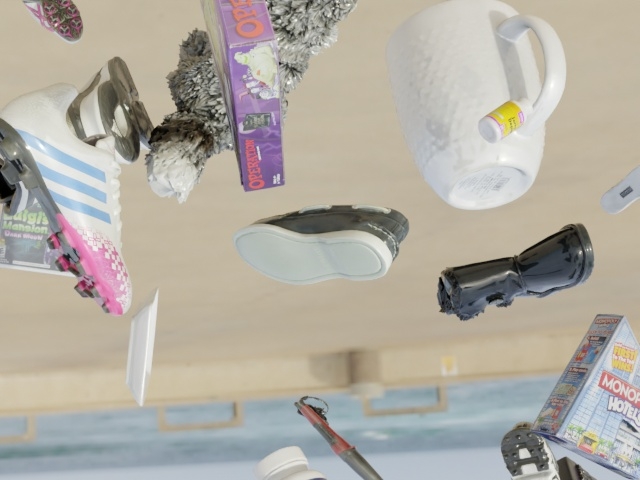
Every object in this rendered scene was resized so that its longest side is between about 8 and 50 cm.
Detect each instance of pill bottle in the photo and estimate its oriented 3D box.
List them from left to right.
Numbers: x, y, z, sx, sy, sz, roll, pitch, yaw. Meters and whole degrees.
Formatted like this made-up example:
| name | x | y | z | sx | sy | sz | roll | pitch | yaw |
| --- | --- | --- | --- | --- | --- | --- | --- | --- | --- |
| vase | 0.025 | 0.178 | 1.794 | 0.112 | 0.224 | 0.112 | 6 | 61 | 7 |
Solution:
| name | x | y | z | sx | sy | sz | roll | pitch | yaw |
| --- | --- | --- | --- | --- | --- | --- | --- | --- | --- |
| pill bottle | -0.026 | 0.412 | 1.806 | 0.112 | 0.186 | 0.112 | -24 | 151 | -14 |
| pill bottle | 0.276 | -0.181 | 1.774 | 0.083 | 0.043 | 0.043 | -34 | -176 | -25 |

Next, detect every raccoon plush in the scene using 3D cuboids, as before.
| name | x | y | z | sx | sy | sz | roll | pitch | yaw |
| --- | --- | --- | --- | --- | --- | --- | --- | --- | --- |
| raccoon plush | -0.086 | -0.262 | 1.852 | 0.216 | 0.446 | 0.299 | 29 | 128 | -20 |

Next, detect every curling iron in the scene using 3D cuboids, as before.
| name | x | y | z | sx | sy | sz | roll | pitch | yaw |
| --- | --- | --- | --- | --- | --- | --- | --- | --- | --- |
| curling iron | 0.050 | 0.358 | 2.060 | 0.068 | 0.035 | 0.274 | 4 | -149 | -49 |

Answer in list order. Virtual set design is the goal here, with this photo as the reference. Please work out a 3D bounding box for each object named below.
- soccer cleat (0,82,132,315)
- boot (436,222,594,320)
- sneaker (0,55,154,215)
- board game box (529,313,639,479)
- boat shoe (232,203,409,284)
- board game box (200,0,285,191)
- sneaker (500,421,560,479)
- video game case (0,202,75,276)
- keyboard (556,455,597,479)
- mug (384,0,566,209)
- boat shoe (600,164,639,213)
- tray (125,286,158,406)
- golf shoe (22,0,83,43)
| name | x | y | z | sx | sy | sz | roll | pitch | yaw |
| --- | --- | --- | --- | --- | --- | --- | --- | --- | --- |
| soccer cleat | -0.297 | -0.051 | 1.540 | 0.143 | 0.331 | 0.116 | -39 | -144 | -23 |
| boot | 0.309 | 0.057 | 1.942 | 0.207 | 0.094 | 0.246 | -11 | 165 | -15 |
| sneaker | -0.422 | -0.173 | 1.957 | 0.258 | 0.169 | 0.447 | -22 | -169 | 4 |
| board game box | 0.405 | 0.210 | 1.648 | 0.194 | 0.194 | 0.060 | 28 | 167 | -26 |
| boat shoe | 0.000 | 0.000 | 1.773 | 0.303 | 0.091 | 0.114 | 6 | 134 | 39 |
| board game box | -0.092 | -0.244 | 1.159 | 0.056 | 0.346 | 0.208 | -8 | 146 | -10 |
| sneaker | 0.312 | 0.360 | 1.692 | 0.078 | 0.234 | 0.106 | -13 | -172 | 15 |
| video game case | -0.538 | -0.023 | 2.329 | 0.190 | 0.173 | 0.022 | 7 | 175 | 14 |
| keyboard | 0.461 | 0.497 | 2.057 | 0.201 | 0.317 | 0.033 | 33 | 117 | -26 |
| mug | 0.306 | -0.259 | 2.194 | 0.276 | 0.328 | 0.374 | 9 | 148 | -33 |
| boat shoe | 0.468 | -0.085 | 1.749 | 0.040 | 0.049 | 0.142 | -34 | 178 | -39 |
| tray | -0.261 | 0.149 | 1.751 | 0.030 | 0.145 | 0.270 | 7 | -178 | -6 |
| golf shoe | -0.517 | -0.440 | 2.312 | 0.067 | 0.186 | 0.086 | -33 | 158 | -22 |
